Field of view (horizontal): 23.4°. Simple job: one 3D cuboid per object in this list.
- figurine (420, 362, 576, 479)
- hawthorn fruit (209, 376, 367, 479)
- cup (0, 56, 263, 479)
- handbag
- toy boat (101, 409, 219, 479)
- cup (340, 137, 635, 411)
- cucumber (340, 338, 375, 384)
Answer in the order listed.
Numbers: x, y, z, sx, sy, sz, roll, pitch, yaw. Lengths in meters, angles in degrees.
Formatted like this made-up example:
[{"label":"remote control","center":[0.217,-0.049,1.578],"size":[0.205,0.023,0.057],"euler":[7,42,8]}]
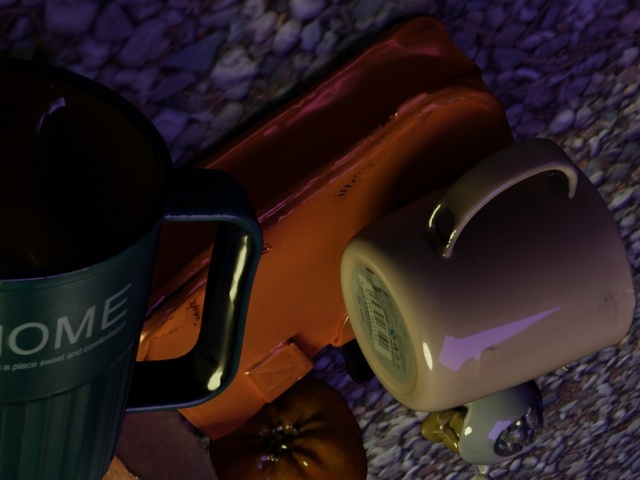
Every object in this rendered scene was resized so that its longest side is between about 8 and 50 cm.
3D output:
[{"label":"figurine","center":[0.240,0.153,1.856],"size":[0.274,0.133,0.194],"euler":[-46,159,-8]},{"label":"hawthorn fruit","center":[-0.030,0.235,1.673],"size":[0.189,0.189,0.189],"euler":[-23,145,-18]},{"label":"cup","center":[-0.228,0.038,1.181],"size":[0.308,0.242,0.292],"euler":[-29,146,-40]},{"label":"handbag","center":[0.000,0.000,1.453],"size":[0.410,0.116,0.303],"euler":[-35,147,-1]},{"label":"toy boat","center":[-0.188,0.272,1.582],"size":[0.096,0.206,0.282],"euler":[-45,172,-37]},{"label":"cup","center":[0.139,0.021,1.334],"size":[0.200,0.191,0.253],"euler":[-21,145,-19]},{"label":"cucumber","center":[0.098,0.080,1.707],"size":[0.220,0.046,0.070],"euler":[-44,138,13]}]
